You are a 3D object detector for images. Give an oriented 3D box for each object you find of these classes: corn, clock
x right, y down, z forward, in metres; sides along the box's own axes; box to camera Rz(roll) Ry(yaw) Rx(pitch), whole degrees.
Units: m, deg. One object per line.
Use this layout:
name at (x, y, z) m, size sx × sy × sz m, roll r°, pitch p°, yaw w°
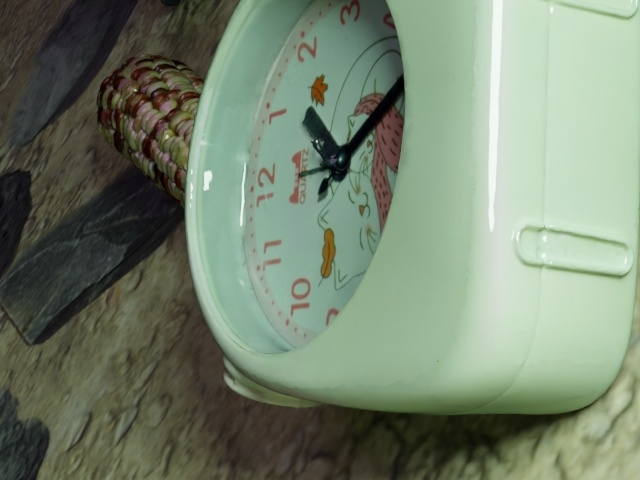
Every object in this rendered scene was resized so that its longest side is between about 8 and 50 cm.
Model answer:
corn at (-0.107, -0.076, 1.267) m, size 0.092 × 0.092 × 0.280 m, roll -52°, pitch 27°, yaw 3°
clock at (0.028, -0.041, 0.868) m, size 0.324 × 0.109 × 0.265 m, roll -9°, pitch 76°, yaw 57°

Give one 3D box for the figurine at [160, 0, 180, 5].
figurine at (-0.155, -0.296, 1.663) m, size 0.086 × 0.087 × 0.149 m, roll -43°, pitch 42°, yaw 17°
